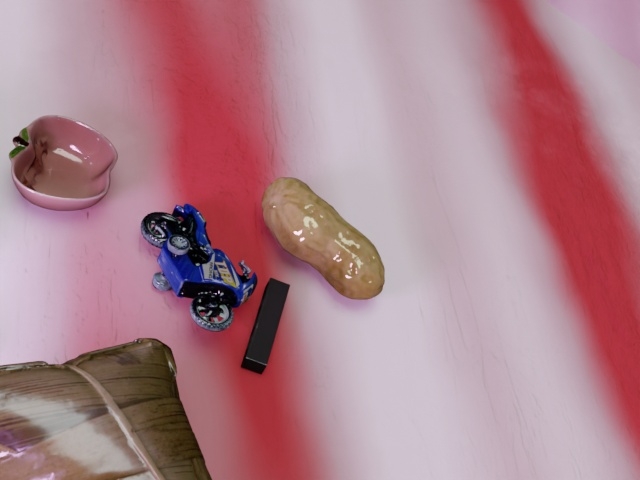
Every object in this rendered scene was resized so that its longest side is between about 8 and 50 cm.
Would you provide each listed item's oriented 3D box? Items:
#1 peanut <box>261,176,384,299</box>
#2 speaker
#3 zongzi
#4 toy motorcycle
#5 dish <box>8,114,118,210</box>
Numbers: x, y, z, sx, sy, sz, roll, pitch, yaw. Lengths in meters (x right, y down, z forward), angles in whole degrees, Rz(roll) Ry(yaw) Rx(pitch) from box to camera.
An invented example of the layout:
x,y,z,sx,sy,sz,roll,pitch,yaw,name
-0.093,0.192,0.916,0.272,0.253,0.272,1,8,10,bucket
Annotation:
x,y,z,sx,sy,sz,roll,pitch,yaw,name
0.000,0.000,1.753,0.319,0.147,0.147,45,52,11,peanut
-0.103,0.161,1.653,0.046,0.040,0.191,22,49,-8,speaker
-0.362,0.401,1.221,0.467,0.218,0.500,-7,56,-36,zongzi
-0.224,0.046,1.652,0.169,0.113,0.315,-7,49,-38,toy motorcycle
-0.504,-0.135,1.686,0.213,0.090,0.213,12,52,-16,dish
